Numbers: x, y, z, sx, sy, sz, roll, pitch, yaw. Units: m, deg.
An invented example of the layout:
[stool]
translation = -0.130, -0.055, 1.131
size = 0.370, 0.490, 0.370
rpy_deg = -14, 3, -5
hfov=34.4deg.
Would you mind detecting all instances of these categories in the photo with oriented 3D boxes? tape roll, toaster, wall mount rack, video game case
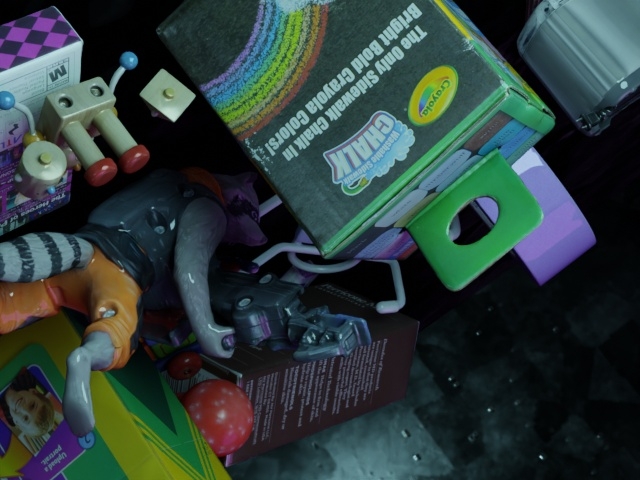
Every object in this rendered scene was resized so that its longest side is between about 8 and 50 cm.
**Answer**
[tape roll]
translation = 0.220, -0.077, 1.283
size = 0.090, 0.275, 0.275
rpy_deg = -39, 165, 6
[toaster]
translation = 0.331, -0.225, 1.186
size = 0.227, 0.146, 0.129
rpy_deg = -34, 166, -19
[wall mount rack]
translation = 0.000, 0.000, 1.336
size = 0.304, 0.130, 0.350
rpy_deg = 5, 149, -17
[video game case]
translation = -0.274, -0.042, 0.698
size = 0.232, 0.042, 0.210
rpy_deg = -30, 163, -27

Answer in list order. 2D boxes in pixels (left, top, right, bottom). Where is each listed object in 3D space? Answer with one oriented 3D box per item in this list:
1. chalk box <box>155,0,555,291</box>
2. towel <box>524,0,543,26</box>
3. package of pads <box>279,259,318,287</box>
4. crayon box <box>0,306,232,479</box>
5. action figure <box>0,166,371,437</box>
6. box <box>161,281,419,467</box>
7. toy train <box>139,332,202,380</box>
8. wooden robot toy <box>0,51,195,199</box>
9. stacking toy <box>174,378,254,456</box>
[chalk box]
translation = 0.052, -0.099, 0.789
size = 0.180, 0.289, 0.179
rpy_deg = -41, 165, 17
[towel]
translation = 0.380, -0.375, 1.209
size = 0.329, 0.037, 0.237
rpy_deg = -37, 166, 1
[package of pads]
translation = -0.044, 0.068, 1.605
size = 0.050, 0.032, 0.083
rpy_deg = -18, 156, -52
[crayon box]
translation = -0.297, 0.267, 1.066
size = 0.363, 0.313, 0.106
rpy_deg = -41, 165, 16
[action figure]
translation = -0.136, 0.025, 0.878
size = 0.341, 0.178, 0.330
rpy_deg = 5, -153, 30
[box]
translation = -0.051, 0.173, 1.454
size = 0.381, 0.191, 0.143
rpy_deg = -8, 114, -50
[toy train]
translation = -0.265, 0.128, 1.182
size = 0.248, 0.105, 0.143
rpy_deg = -25, 148, -7
[wooden robot toy]
translation = -0.167, -0.060, 0.681
size = 0.173, 0.076, 0.079
rpy_deg = -27, 172, -35
[stacking toy]
translation = -0.205, 0.248, 1.260
size = 0.330, 0.141, 0.141
rpy_deg = -26, 176, 42
